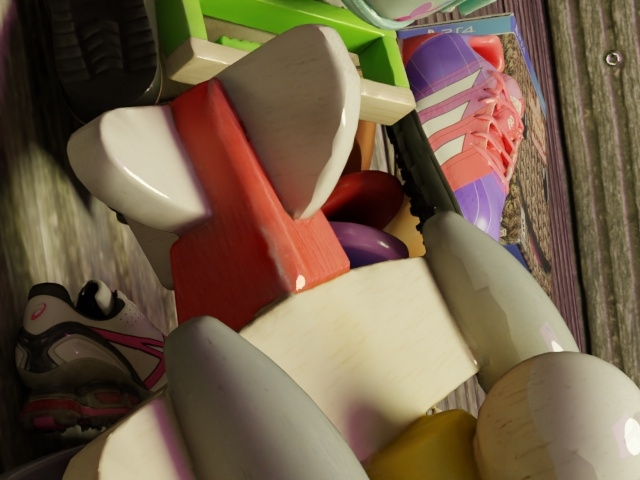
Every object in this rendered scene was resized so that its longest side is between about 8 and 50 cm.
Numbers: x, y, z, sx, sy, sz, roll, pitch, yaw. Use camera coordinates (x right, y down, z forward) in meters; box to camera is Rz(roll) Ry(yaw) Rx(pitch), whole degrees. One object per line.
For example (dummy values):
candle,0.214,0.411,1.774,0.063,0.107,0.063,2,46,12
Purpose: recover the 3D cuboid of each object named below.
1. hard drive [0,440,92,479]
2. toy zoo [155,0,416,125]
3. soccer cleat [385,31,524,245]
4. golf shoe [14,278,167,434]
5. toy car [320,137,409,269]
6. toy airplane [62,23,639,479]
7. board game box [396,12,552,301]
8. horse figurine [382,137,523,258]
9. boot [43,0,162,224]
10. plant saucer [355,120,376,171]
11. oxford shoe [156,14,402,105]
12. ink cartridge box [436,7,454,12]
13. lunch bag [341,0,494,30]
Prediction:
hard drive,-0.119,0.191,0.793,0.255,0.054,0.172,8,77,-73
toy zoo,-0.046,-0.223,0.992,0.192,0.030,0.293,7,60,-42
soccer cleat,0.114,-0.085,1.168,0.318,0.116,0.108,-100,176,-60
golf shoe,-0.110,0.064,0.845,0.186,0.068,0.085,14,69,-72
toy car,0.000,0.000,1.115,0.159,0.136,0.182,51,37,-62
toy airplane,0.030,0.078,0.739,0.384,0.273,0.386,57,36,-44
board game box,0.185,-0.081,1.757,0.232,0.141,0.291,51,37,-62
horse figurine,0.071,0.000,1.297,0.066,0.263,0.174,32,36,-13
boot,-0.129,-0.120,0.883,0.137,0.077,0.197,91,-4,-59
plant saucer,0.024,-0.124,1.349,0.200,0.037,0.199,3,90,-80
oxford shoe,-0.026,-0.162,1.091,0.348,0.123,0.130,-38,117,-67
ink cartridge box,0.087,-0.365,1.342,0.385,0.091,0.308,-142,-109,-75
lunch bag,0.067,-0.266,0.961,0.279,0.108,0.224,-45,113,-48
